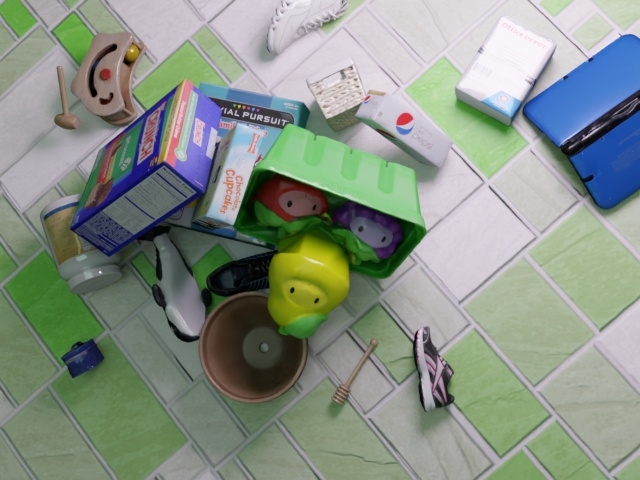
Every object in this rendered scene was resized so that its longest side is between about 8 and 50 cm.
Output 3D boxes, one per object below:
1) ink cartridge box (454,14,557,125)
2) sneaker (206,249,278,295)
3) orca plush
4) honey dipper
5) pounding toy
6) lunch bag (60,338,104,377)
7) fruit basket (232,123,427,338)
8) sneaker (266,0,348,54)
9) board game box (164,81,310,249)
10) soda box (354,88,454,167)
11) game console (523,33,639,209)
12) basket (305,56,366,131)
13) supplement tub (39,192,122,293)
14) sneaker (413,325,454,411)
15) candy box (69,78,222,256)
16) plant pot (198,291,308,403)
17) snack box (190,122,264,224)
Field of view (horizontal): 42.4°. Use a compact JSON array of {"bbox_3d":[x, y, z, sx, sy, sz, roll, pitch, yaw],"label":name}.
[{"bbox_3d":[0.402,-0.368,1.796,0.140,0.082,0.190,32,87,13],"label":"ink cartridge box"},{"bbox_3d":[-0.141,0.071,1.830,0.232,0.090,0.081,-20,78,8],"label":"sneaker"},{"bbox_3d":[-0.350,0.112,1.862,0.102,0.151,0.287,-40,78,35],"label":"orca plush"},{"bbox_3d":[0.077,0.281,1.791,0.031,0.030,0.160,31,84,14],"label":"honey dipper"},{"bbox_3d":[-0.510,-0.370,1.934,0.154,0.155,0.269,23,87,18],"label":"pounding toy"},{"bbox_3d":[-0.541,0.262,1.878,0.067,0.098,0.065,-27,96,4],"label":"lunch bag"},{"bbox_3d":[0.000,0.000,1.675,0.392,0.283,0.391,9,59,-15],"label":"fruit basket"},{"bbox_3d":[-0.012,-0.537,1.895,0.118,0.110,0.292,39,91,5],"label":"sneaker"},{"bbox_3d":[-0.192,-0.171,1.883,0.254,0.079,0.335,13,85,12],"label":"board game box"},{"bbox_3d":[0.180,-0.237,1.757,0.074,0.216,0.069,25,86,56],"label":"soda box"},{"bbox_3d":[0.634,-0.256,1.764,0.293,0.173,0.250,-35,108,5],"label":"game console"},{"bbox_3d":[0.048,-0.316,1.817,0.113,0.167,0.103,-25,84,7],"label":"basket"},{"bbox_3d":[-0.544,0.008,1.890,0.144,0.144,0.199,-23,78,7],"label":"supplement tub"},{"bbox_3d":[0.242,0.268,1.748,0.077,0.072,0.178,-7,88,-2],"label":"sneaker"},{"bbox_3d":[-0.371,-0.153,1.773,0.317,0.122,0.268,-29,37,30],"label":"candy box"},{"bbox_3d":[-0.136,0.233,1.796,0.238,0.110,0.237,-2,80,11],"label":"plant pot"},{"bbox_3d":[-0.195,-0.120,1.675,0.060,0.322,0.187,19,85,-13],"label":"snack box"}]
